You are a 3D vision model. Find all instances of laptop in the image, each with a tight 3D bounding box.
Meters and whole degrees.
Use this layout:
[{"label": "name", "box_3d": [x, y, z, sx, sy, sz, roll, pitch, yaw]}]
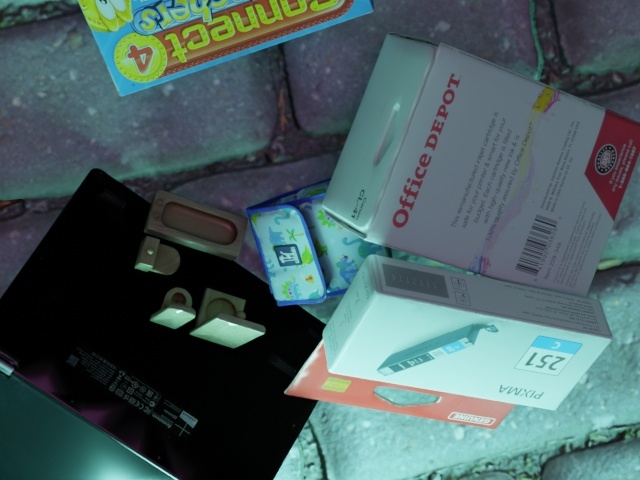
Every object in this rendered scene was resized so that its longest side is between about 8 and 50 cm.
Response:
[{"label": "laptop", "box_3d": [-0.249, 0.203, 1.603, 0.382, 0.236, 0.408, 35, 68, -10]}]

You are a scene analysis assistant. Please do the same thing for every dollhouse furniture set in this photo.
[{"label": "dollhouse furniture set", "box_3d": [-0.130, 0.024, 1.491, 0.144, 0.123, 0.151, 18, 73, -15]}]

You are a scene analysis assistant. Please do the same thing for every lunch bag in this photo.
[{"label": "lunch bag", "box_3d": [0.000, 0.000, 1.547, 0.151, 0.096, 0.129, -15, 102, 8]}]

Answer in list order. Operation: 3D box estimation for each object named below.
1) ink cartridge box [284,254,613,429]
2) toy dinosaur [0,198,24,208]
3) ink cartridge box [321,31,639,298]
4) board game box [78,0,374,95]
[{"label": "ink cartridge box", "box_3d": [0.141, 0.146, 1.499, 0.296, 0.066, 0.261, 12, 133, -20]}, {"label": "toy dinosaur", "box_3d": [-0.409, -0.027, 1.537, 0.090, 0.047, 0.082, 26, 116, -19]}, {"label": "ink cartridge box", "box_3d": [0.187, -0.079, 1.473, 0.306, 0.131, 0.226, 18, 96, -26]}, {"label": "board game box", "box_3d": [-0.132, -0.348, 1.412, 0.308, 0.086, 0.302, -18, 119, 7]}]
